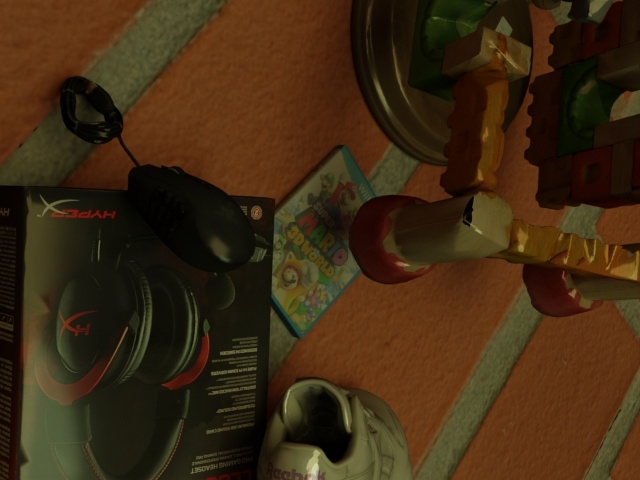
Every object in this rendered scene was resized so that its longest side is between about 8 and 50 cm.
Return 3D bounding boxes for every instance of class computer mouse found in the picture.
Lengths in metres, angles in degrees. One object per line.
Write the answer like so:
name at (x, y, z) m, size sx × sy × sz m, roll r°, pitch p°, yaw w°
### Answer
computer mouse at (-0.125, -0.062, 0.632) m, size 0.071 × 0.242 × 0.041 m, roll -9°, pitch 134°, yaw -47°

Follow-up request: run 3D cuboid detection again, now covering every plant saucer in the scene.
plant saucer at (0.150, -0.222, 0.952) m, size 0.278 × 0.041 × 0.277 m, roll -3°, pitch 94°, yaw -39°

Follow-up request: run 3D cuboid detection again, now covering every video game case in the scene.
video game case at (0.000, 0.000, 0.863) m, size 0.166 × 0.015 × 0.119 m, roll -47°, pitch 119°, yaw -26°

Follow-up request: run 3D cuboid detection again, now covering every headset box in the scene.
headset box at (-0.156, 0.105, 0.684) m, size 0.218 × 0.110 × 0.293 m, roll 2°, pitch 92°, yaw -40°

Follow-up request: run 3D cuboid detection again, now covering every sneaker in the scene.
sneaker at (0.021, 0.176, 0.748) m, size 0.305 × 0.114 × 0.152 m, roll -44°, pitch 136°, yaw -74°

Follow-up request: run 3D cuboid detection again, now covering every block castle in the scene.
block castle at (0.203, -0.164, 0.846) m, size 0.303 × 0.213 × 0.452 m, roll 12°, pitch 79°, yaw -27°
